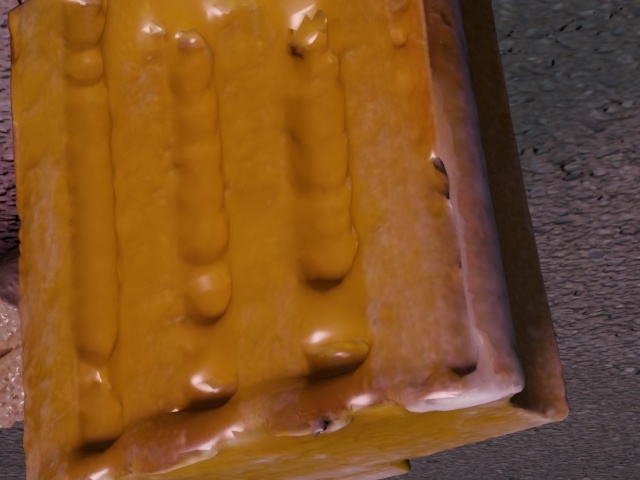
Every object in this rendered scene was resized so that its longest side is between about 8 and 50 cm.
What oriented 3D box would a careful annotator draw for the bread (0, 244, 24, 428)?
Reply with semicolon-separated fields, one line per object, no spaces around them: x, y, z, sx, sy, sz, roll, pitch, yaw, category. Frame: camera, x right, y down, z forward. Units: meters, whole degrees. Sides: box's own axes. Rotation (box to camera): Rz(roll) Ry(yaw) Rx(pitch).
-0.244;0.073;0.946;0.337;0.102;0.183;-23;-169;42;bread

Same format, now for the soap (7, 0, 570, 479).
-0.025;-0.029;0.593;0.259;0.281;0.143;-20;153;34;soap
